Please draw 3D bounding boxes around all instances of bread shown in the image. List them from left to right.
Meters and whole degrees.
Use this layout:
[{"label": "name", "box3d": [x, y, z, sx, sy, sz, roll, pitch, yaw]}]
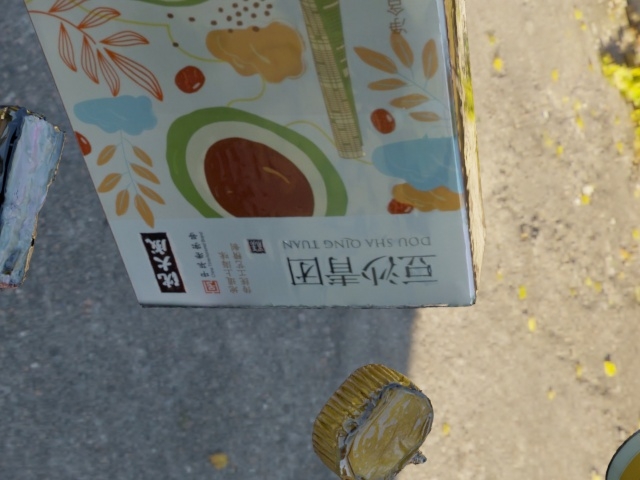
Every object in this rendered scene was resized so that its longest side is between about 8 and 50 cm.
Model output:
[{"label": "bread", "box3d": [0.080, 0.299, 1.504, 0.199, 0.104, 0.199, -16, 119, -31]}]

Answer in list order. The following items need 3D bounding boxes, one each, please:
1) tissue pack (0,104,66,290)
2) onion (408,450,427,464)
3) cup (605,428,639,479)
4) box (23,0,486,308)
[{"label": "tissue pack", "box3d": [-0.520, -0.061, 1.257, 0.123, 0.332, 0.245, 28, 69, -59]}, {"label": "onion", "box3d": [0.125, 0.408, 1.875, 0.159, 0.194, 0.160, 17, 90, -80]}, {"label": "cup", "box3d": [0.469, 0.347, 1.077, 0.196, 0.280, 0.196, -11, 121, -19]}, {"label": "box", "box3d": [-0.042, -0.122, 0.829, 0.122, 0.344, 0.385, -71, 155, -51]}]
